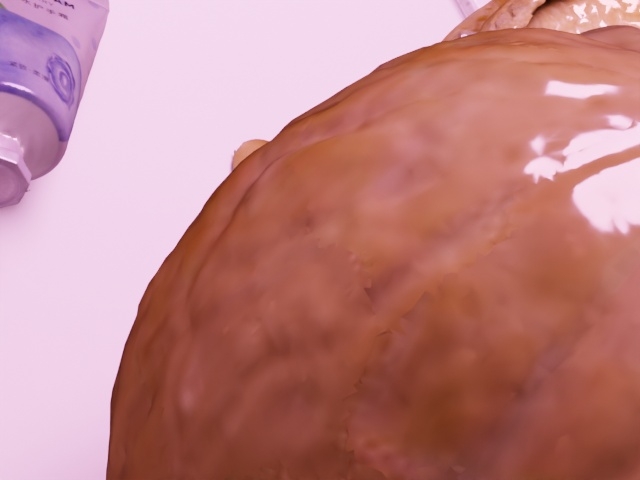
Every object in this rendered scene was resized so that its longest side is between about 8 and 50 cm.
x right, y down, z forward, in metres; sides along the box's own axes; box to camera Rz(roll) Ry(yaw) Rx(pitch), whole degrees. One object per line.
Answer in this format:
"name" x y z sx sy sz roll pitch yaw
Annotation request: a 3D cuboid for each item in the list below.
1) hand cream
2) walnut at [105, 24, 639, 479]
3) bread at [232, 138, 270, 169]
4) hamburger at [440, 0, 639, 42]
"hand cream" -0.126 -0.072 0.801 0.084 0.053 0.142 26 42 -24
"walnut" 0.079 0.082 0.686 0.333 0.333 0.332 19 56 -30
"bread" -0.001 0.000 0.860 0.049 0.103 0.062 -13 118 -31
"hamburger" 0.158 -0.029 0.934 0.243 0.146 0.286 21 61 -21
